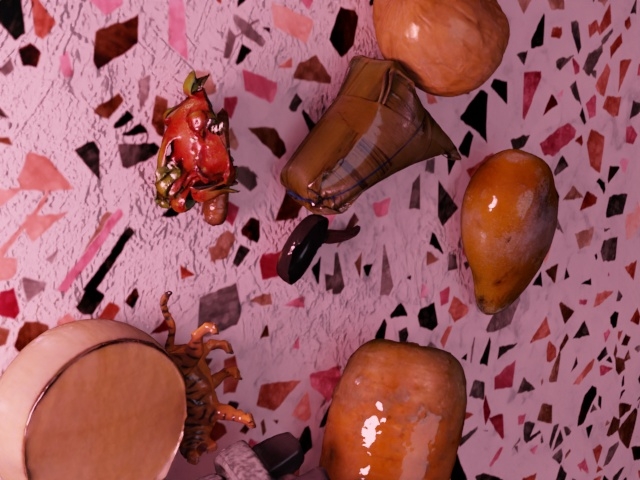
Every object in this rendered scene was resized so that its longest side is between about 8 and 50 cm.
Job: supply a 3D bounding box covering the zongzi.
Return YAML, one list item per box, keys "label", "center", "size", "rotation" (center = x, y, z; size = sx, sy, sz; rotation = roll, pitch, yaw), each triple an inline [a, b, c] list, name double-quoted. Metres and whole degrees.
- label: "zongzi"
  center: [0.088, -0.112, 1.585]
  size: [0.260, 0.123, 0.289]
  rotation: [-57, 139, -10]

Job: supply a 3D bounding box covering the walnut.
- label: "walnut"
  center: [0.179, -0.321, 1.557]
  size: [0.221, 0.195, 0.195]
  rotation: [32, 78, -45]

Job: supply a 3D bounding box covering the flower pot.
- label: "flower pot"
  center: [-0.084, 0.435, 1.400]
  size: [0.283, 0.299, 0.299]
  rotation: [-29, 122, -17]

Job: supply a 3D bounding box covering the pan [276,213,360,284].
- label: "pan"
  center: [-0.002, -0.002, 1.567]
  size: [0.212, 0.040, 0.115]
  rotation: [-25, 144, -56]

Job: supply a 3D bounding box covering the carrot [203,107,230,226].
- label: "carrot"
  center: [-0.139, -0.100, 1.416]
  size: [0.035, 0.035, 0.165]
  rotation: [1, 98, -45]

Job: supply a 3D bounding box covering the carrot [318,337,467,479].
- label: "carrot"
  center: [0.111, 0.332, 1.638]
  size: [0.224, 0.224, 0.341]
  rotation: [22, 76, -46]

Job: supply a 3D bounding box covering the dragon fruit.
- label: "dragon fruit"
  center: [-0.160, -0.113, 1.331]
  size: [0.175, 0.142, 0.138]
  rotation: [-48, 169, 2]

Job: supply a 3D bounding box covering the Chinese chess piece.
- label: "Chinese chess piece"
  center: [-0.291, 0.226, 1.302]
  size: [0.257, 0.104, 0.257]
  rotation: [-14, 110, -42]

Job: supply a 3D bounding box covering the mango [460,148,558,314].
- label: "mango"
  center: [0.336, -0.012, 1.840]
  size: [0.192, 0.146, 0.316]
  rotation: [-16, 119, -33]

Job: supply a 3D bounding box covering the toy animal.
- label: "toy animal"
  center: [-0.179, 0.171, 1.421]
  size: [0.116, 0.114, 0.255]
  rotation: [-19, 114, -3]
